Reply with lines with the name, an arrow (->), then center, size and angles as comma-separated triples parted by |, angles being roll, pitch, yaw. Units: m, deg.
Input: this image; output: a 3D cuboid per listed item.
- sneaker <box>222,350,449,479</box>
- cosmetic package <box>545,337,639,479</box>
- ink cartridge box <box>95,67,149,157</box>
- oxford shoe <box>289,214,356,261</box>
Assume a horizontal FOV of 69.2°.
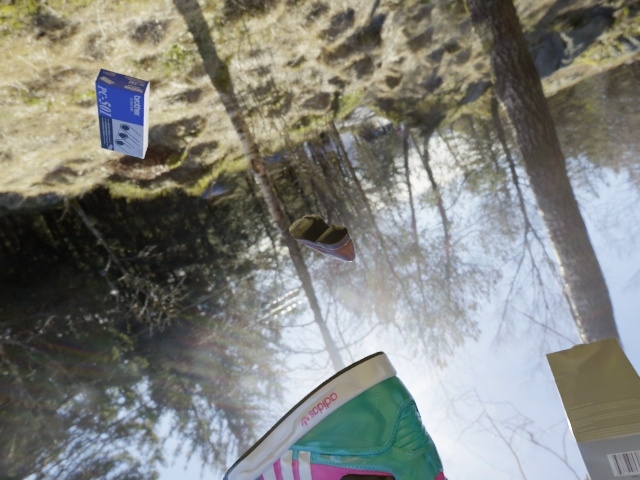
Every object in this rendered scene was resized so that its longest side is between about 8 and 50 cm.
sneaker -> 0.017, 0.259, 0.451 | 0.123, 0.178, 0.295 | -7, 143, -45
cosmetic package -> 0.460, 0.269, 0.746 | 0.127, 0.107, 0.238 | -21, -170, 23
ink cartridge box -> -0.433, -0.272, 1.020 | 0.097, 0.046, 0.207 | 12, 147, -14
oxford shoe -> 0.000, 0.000, 0.987 | 0.076, 0.076, 0.212 | -41, -148, -13
